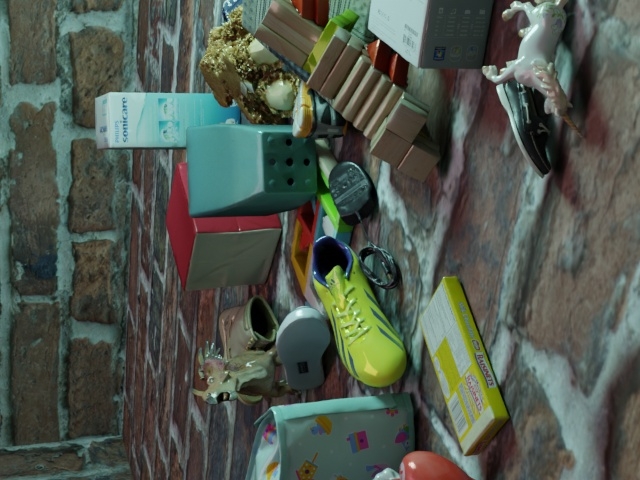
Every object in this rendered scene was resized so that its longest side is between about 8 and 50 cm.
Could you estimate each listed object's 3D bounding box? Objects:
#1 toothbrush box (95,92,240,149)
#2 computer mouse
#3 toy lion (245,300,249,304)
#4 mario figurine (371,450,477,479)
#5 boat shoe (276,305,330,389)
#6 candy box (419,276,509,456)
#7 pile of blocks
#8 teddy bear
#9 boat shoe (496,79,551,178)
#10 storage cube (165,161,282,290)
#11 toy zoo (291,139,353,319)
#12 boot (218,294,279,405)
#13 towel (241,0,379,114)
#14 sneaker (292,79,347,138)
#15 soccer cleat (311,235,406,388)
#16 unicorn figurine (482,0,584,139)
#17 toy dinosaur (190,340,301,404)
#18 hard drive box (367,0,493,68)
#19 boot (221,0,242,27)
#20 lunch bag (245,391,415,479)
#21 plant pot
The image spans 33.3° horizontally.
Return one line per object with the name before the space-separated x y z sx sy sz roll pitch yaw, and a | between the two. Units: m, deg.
toothbrush box | -0.348 -0.267 2.422 0.216 0.295 0.126 -168 75 -71
computer mouse | 0.072 -0.024 1.638 0.071 0.041 0.242 -32 57 20
toy lion | -0.150 0.185 2.323 0.096 0.034 0.100 121 142 -46
mario figurine | 0.116 0.414 1.354 0.198 0.170 0.321 12 115 35
boat shoe | -0.035 0.170 1.849 0.258 0.095 0.084 98 167 -57
candy box | 0.179 0.159 1.366 0.105 0.027 0.206 116 146 -50
pile of blocks | 0.065 -0.240 1.469 0.362 0.149 0.113 48 124 24
teddy bear | -0.117 -0.323 2.005 0.245 0.113 0.338 59 162 -4
boat shoe | 0.229 -0.125 1.165 0.046 0.038 0.125 40 -151 -52
storage cube | -0.202 -0.029 2.205 0.215 0.183 0.193 109 150 -45
toy zoo | 0.000 0.000 1.855 0.192 0.030 0.293 -118 32 -51
boot | -0.138 0.228 2.211 0.165 0.077 0.213 -29 72 57
towel | -0.003 -0.384 1.623 0.312 0.056 0.324 45 144 29
sneaker | 0.000 -0.221 1.761 0.215 0.083 0.084 -89 10 -57
soccer cleat | 0.045 0.103 1.596 0.121 0.093 0.289 60 -176 -39
unicorn figurine | 0.226 -0.192 1.125 0.111 0.060 0.162 15 102 59
toy dinosaur | -0.146 0.252 2.021 0.296 0.200 0.127 106 153 -75
hard drive box | 0.140 -0.346 1.312 0.181 0.089 0.232 -125 36 -57
boot | -0.158 -0.485 2.160 0.069 0.086 0.190 136 128 -66
lunch bag | 0.013 0.333 1.568 0.160 0.223 0.262 -122 35 -55
plant pot | -0.111 -0.128 1.870 0.234 0.165 0.165 -3 90 60
